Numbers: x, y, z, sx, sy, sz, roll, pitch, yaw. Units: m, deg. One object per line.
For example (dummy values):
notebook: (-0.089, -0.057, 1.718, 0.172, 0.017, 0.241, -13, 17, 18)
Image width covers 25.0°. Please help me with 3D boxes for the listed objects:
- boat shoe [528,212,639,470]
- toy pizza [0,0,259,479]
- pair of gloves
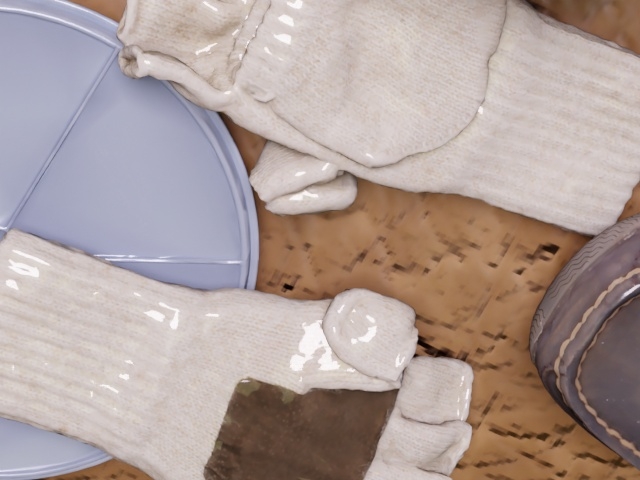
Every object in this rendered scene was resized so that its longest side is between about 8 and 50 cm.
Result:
boat shoe: (0.245, 0.095, 0.523, 0.355, 0.130, 0.132, 23, 109, -11)
toy pizza: (-0.124, 0.001, 0.550, 0.201, 0.032, 0.201, -2, 113, -4)
pair of gloves: (0.000, 0.000, 0.522, 0.204, 0.042, 0.240, 26, 106, -20)
